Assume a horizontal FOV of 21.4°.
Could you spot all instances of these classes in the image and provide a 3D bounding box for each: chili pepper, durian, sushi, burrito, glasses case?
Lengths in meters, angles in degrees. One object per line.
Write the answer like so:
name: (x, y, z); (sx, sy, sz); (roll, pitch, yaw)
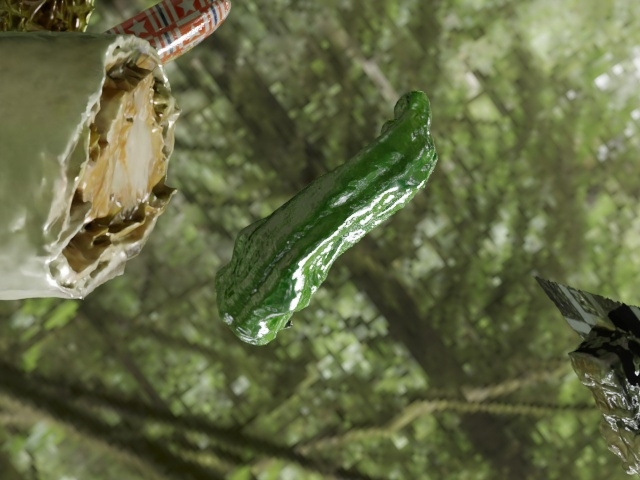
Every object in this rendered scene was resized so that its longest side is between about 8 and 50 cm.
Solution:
chili pepper: (-0.001, -0.005, 1.196); (0.257, 0.074, 0.100); (-41, 176, 34)
durian: (-0.296, -0.223, 1.664); (0.252, 0.144, 0.139); (-122, -140, -49)
sushi: (0.366, 0.226, 1.884); (0.100, 0.373, 0.296); (-41, -163, -9)
burrito: (-0.190, -0.029, 0.656); (0.299, 0.105, 0.143); (-4, -169, -14)
glasses case: (-0.166, -0.170, 1.509); (0.194, 0.049, 0.073); (-29, -175, -5)
